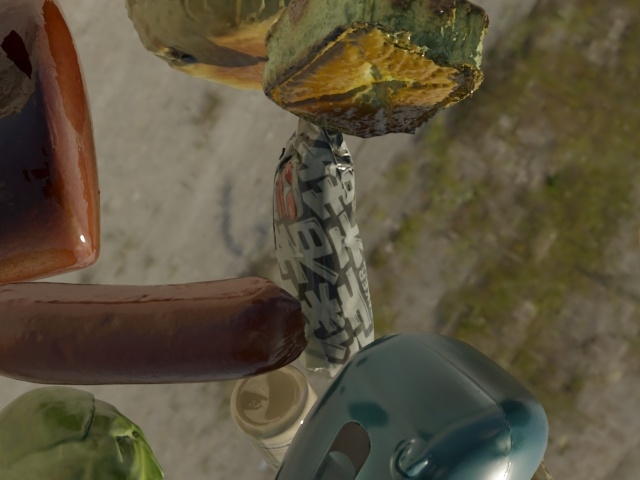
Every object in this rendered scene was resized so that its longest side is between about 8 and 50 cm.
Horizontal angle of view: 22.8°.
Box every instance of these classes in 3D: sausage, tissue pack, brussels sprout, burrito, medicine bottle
[{"bbox_3d":[-0.160,0.080,1.351,0.083,0.300,0.089,-46,133,-72],"label":"sausage"},{"bbox_3d":[0.065,0.235,1.493,0.206,0.198,0.287,-1,126,-52],"label":"tissue pack"},{"bbox_3d":[-0.307,0.334,1.991,0.247,0.328,0.328,-17,161,9],"label":"brussels sprout"},{"bbox_3d":[0.000,0.000,2.309,0.139,0.101,0.445,-16,107,-32],"label":"burrito"},{"bbox_3d":[-0.035,0.266,2.174,0.114,0.114,0.252,-51,149,-14],"label":"medicine bottle"}]

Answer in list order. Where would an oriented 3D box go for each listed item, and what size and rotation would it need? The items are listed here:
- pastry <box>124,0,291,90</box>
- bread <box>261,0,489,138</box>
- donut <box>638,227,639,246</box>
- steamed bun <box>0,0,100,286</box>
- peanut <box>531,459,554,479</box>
[{"bbox_3d":[-0.090,-0.397,2.275,0.388,0.388,0.312,46,45,-69],"label":"pastry"},{"bbox_3d":[0.037,-0.124,1.066,0.140,0.128,0.069,-35,-137,52],"label":"bread"},{"bbox_3d":[0.434,0.029,1.615,0.118,0.253,0.253,-48,165,27],"label":"donut"},{"bbox_3d":[-0.397,-0.138,1.906,0.235,0.379,0.248,-10,162,2],"label":"steamed bun"},{"bbox_3d":[0.201,0.269,1.754,0.256,0.123,0.123,-96,-162,-51],"label":"peanut"}]
